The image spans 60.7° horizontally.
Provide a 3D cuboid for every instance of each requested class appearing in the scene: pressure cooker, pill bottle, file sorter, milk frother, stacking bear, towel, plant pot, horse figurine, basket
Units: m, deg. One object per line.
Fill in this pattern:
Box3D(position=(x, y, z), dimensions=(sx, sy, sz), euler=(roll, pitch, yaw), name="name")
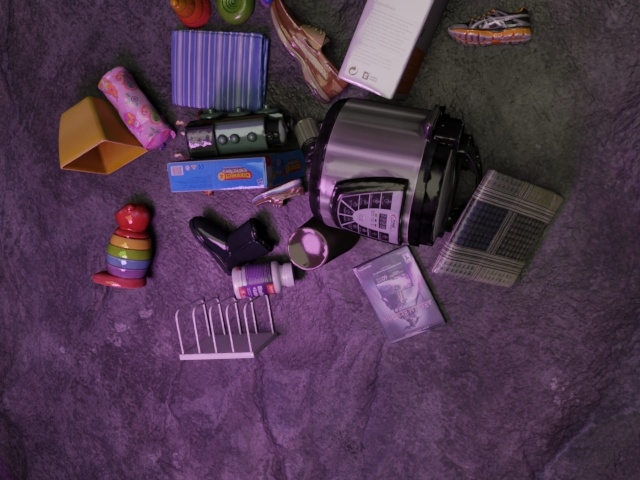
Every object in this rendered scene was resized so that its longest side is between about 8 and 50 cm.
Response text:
Box3D(position=(0.215, -0.180, 1.459), dimensions=(0.420, 0.370, 0.375), euler=(14, 96, 14), name="pressure cooker")
Box3D(position=(-0.184, 0.125, 1.789), dimensions=(0.194, 0.108, 0.108), euler=(-10, 100, 1), name="pill bottle")
Box3D(position=(-0.321, 0.284, 1.848), dimensions=(0.278, 0.193, 0.173), euler=(-7, 98, 20), name="file sorter")
Box3D(position=(0.000, -0.281, 1.660), dimensions=(0.129, 0.143, 0.134), euler=(-16, 59, -4), name="milk frother")
Box3D(position=(-0.673, 0.009, 1.928), dimensions=(0.164, 0.175, 0.289), euler=(14, 99, 18), name="stacking bear")
Box3D(position=(0.477, -0.023, 1.471), dimensions=(0.056, 0.324, 0.312), euler=(47, 117, 51), name="towel")
Box3D(position=(-0.748, -0.359, 1.843), dimensions=(0.212, 0.212, 0.187), euler=(-23, 82, 22), name="plant pot")
Box3D(position=(-0.411, -0.291, 1.810), dimensions=(0.174, 0.066, 0.263), euler=(26, 112, 18), name="horse figurine")
Box3D(position=(-0.325, -0.540, 1.742), dimensions=(0.336, 0.040, 0.243), euler=(11, 108, 18), name="towel")
Box3D(position=(0.000, 0.000, 1.649), dimensions=(0.204, 0.227, 0.154), euler=(-20, 96, 21), name="basket")

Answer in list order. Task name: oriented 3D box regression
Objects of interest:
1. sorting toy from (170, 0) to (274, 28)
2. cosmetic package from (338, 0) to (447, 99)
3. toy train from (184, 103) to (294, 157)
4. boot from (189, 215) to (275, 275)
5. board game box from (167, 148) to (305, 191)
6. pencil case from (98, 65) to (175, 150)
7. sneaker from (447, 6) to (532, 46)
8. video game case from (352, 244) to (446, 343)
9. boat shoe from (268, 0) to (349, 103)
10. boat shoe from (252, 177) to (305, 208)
Box3D(position=(-0.303, -0.720, 1.639), dimensions=(0.366, 0.126, 0.127), euler=(1, 103, 19), name="sorting toy")
Box3D(position=(0.227, -0.608, 1.428), dimensions=(0.162, 0.230, 0.453), euler=(26, 110, 11), name="cosmetic package")
Box3D(position=(-0.249, -0.324, 1.649), dimensions=(0.334, 0.190, 0.142), euler=(-3, 115, 6), name="toy train")
Box3D(position=(-0.290, -0.023, 1.813), dimensions=(0.207, 0.094, 0.246), euler=(-34, 97, 26), name="boot")
Box3D(position=(-0.240, -0.214, 1.641), dimensions=(0.308, 0.302, 0.086), euler=(0, 103, 20), name="board game box")
Box3D(position=(-0.610, -0.436, 1.820), dimensions=(0.124, 0.124, 0.284), euler=(-38, 90, 23), name="pencil case")
Box3D(position=(0.447, -0.567, 1.448), dimensions=(0.215, 0.084, 0.083), euler=(5, 91, 14), name="sneaker")
Box3D(position=(0.247, 0.172, 1.715), dimensions=(0.196, 0.026, 0.274), euler=(-25, 93, 23), name="video game case")
Box3D(position=(-0.027, -0.562, 1.594), dimensions=(0.120, 0.122, 0.324), euler=(-29, 100, 17), name="boat shoe")
Box3D(position=(-0.134, -0.138, 1.749), dimensions=(0.183, 0.066, 0.066), euler=(-21, 97, 22), name="boat shoe")
